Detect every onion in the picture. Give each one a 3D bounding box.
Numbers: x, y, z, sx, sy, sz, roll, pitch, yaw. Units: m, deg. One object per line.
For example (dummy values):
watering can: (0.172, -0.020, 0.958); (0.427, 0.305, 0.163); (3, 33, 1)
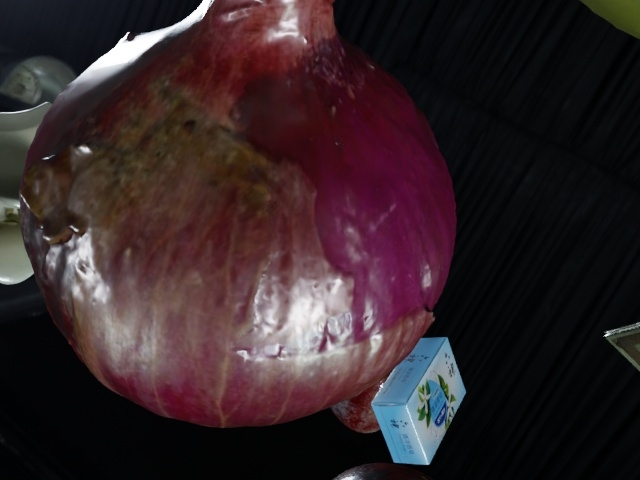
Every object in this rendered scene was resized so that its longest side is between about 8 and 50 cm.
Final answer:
onion: (-0.045, -0.064, 0.482); (0.348, 0.385, 0.347); (10, -137, -9)

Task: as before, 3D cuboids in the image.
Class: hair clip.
hair clip: (-0.431, -0.078, 0.886); (0.172, 0.113, 0.282); (1, -138, -38)

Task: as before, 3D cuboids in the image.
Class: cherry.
cherry: (0.105, 0.324, 1.548); (0.203, 0.300, 0.230); (-9, -130, -17)

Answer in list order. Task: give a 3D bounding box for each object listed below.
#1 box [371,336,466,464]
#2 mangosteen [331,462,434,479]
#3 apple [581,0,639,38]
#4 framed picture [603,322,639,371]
box: (0.201, 0.313, 1.303); (0.083, 0.142, 0.232); (-9, -160, 37)
mangosteen: (0.076, 0.454, 0.893); (0.311, 0.311, 0.311); (24, -161, -9)
apple: (0.280, -0.306, 0.278); (0.474, 0.473, 0.473); (24, -161, -9)
framed picture: (0.343, 0.088, 0.442); (0.173, 0.231, 0.010); (42, -128, -14)
